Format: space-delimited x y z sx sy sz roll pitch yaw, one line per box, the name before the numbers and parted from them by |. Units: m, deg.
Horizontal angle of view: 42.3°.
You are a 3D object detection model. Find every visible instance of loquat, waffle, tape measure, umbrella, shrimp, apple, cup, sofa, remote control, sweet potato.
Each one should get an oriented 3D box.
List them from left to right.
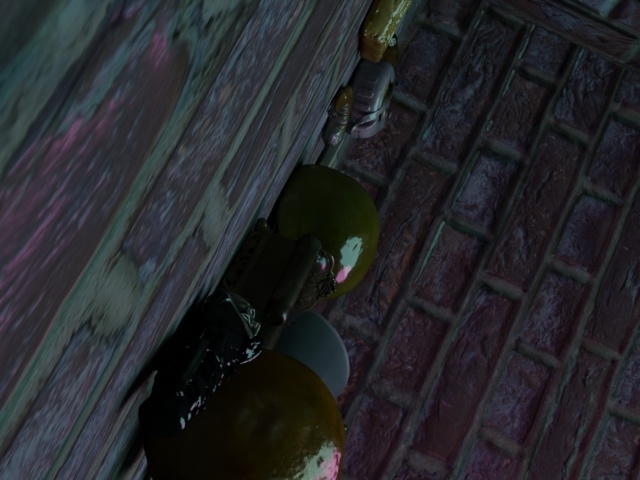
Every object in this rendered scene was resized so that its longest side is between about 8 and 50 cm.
umbrella | -0.154 0.161 1.134 0.106 0.113 0.357 -41 -175 16
loquat | -0.121 0.333 1.351 0.328 0.328 0.328 -64 179 -2
cup | -0.150 0.311 1.720 0.357 0.259 0.274 -18 -166 32
sofa | -0.088 0.121 1.483 0.200 0.182 0.258 -62 178 -38
apple | 0.004 0.003 1.768 0.258 0.233 0.295 -65 -179 -68
remote control | 0.013 -0.203 2.285 0.090 0.049 0.230 -61 -178 40
shrimp | 0.034 -0.269 1.855 0.166 0.049 0.161 -58 171 -68
tape measure | 0.122 -0.357 2.063 0.236 0.120 0.197 -51 157 -68
sweet potato | 0.177 -0.518 2.206 0.075 0.075 0.273 -64 176 -1
waffle | 0.139 -0.470 1.722 0.168 0.057 0.274 -63 179 3

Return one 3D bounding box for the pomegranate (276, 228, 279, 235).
pomegranate | 0.000 0.000 2.032 0.248 0.248 0.248 -64 179 -2
